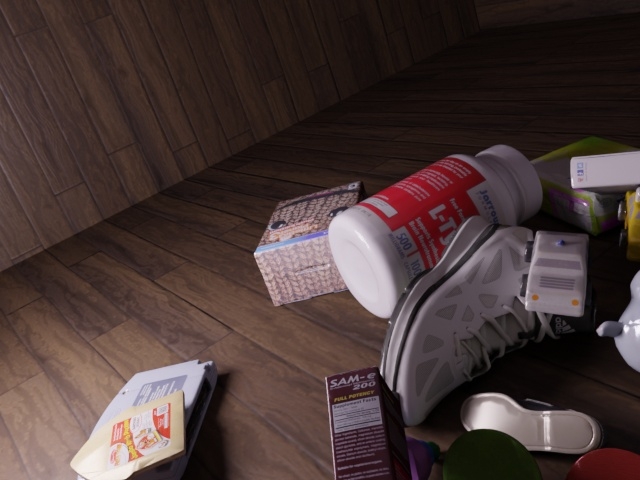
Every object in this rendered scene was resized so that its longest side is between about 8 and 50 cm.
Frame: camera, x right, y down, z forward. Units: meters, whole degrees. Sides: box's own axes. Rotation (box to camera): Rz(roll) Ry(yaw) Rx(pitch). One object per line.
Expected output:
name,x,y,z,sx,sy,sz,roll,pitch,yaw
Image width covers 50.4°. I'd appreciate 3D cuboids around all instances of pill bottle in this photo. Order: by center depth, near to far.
pill bottle,0.239,-0.033,1.372,0.407,0.229,0.229,-29,24,-19

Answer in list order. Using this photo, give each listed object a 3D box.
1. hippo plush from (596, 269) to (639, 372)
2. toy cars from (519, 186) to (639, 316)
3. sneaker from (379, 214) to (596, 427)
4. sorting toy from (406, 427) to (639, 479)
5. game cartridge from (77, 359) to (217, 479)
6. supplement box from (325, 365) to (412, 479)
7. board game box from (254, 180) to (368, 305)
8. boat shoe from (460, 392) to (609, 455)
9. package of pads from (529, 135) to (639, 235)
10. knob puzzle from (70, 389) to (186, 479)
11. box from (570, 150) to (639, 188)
hippo plush,0.525,0.129,0.889,0.236,0.234,0.294,-6,63,70
toy cars,0.446,-0.009,1.051,0.393,0.087,0.176,-21,34,-22
sneaker,0.281,0.125,1.068,0.257,0.169,0.447,10,45,34
sorting toy,0.258,0.289,0.847,0.365,0.127,0.126,-4,-2,38
game cartridge,-0.310,0.332,1.226,0.198,0.062,0.297,-18,23,14
supplement box,0.066,0.286,0.800,0.073,0.130,0.239,-14,53,12
board game box,0.000,0.000,1.603,0.232,0.141,0.291,-14,23,14
boat shoe,0.290,0.255,0.933,0.206,0.075,0.065,-3,-17,46
package of pads,0.587,-0.124,1.464,0.229,0.101,0.296,-22,22,-8
knob puzzle,-0.310,0.337,1.111,0.213,0.030,0.213,-16,24,7
box,0.607,-0.117,1.126,0.322,0.059,0.232,-1,0,33
